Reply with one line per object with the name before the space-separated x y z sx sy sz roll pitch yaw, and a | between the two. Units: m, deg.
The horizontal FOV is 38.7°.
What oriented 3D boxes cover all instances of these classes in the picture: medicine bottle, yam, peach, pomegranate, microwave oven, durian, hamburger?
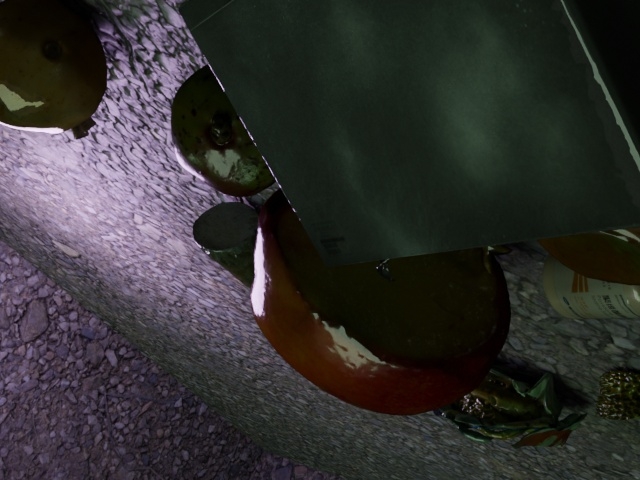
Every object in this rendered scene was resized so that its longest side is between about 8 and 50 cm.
medicine bottle | 0.417 0.045 1.190 0.114 0.114 0.252 40 155 -24
yam | -0.112 0.047 1.822 0.133 0.133 0.330 10 154 39
peach | 0.078 0.080 1.379 0.406 0.335 0.310 30 154 3
pomegranate | -0.129 -0.167 1.321 0.198 0.198 0.246 43 173 -29
pomegranate | -0.452 -0.279 1.437 0.233 0.233 0.233 25 157 11
microwave oven | 0.127 -0.170 0.790 0.432 0.236 0.374 -9 113 58
durian | 0.549 0.268 1.587 0.100 0.086 0.215 2 172 -24
hamburger | 0.364 0.316 1.813 0.276 0.150 0.260 10 -179 -20

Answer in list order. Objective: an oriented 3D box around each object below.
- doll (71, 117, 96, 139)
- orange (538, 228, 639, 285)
doll | -0.499 -0.269 1.646 0.221 0.105 0.115 27 -166 7
orange | 0.335 -0.067 1.006 0.262 0.196 0.334 51 159 -15
